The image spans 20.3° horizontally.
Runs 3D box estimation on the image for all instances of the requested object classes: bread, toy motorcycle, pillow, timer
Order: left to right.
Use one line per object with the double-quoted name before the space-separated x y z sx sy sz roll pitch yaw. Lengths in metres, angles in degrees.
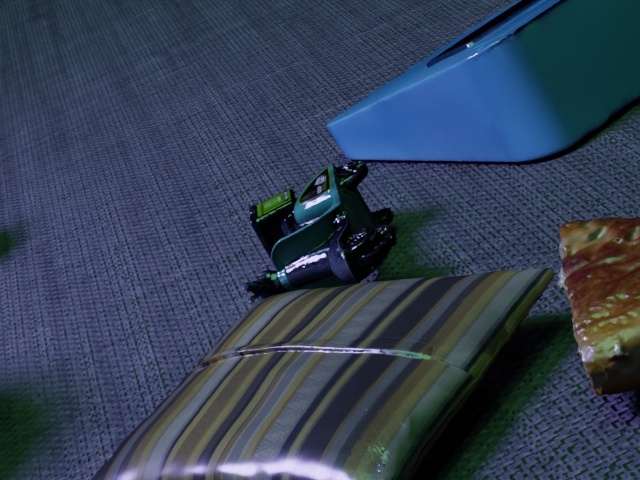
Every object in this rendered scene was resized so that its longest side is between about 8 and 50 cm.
"pillow" -0.003 0.081 0.973 0.212 0.052 0.208 -8 28 38
"toy motorcycle" 0.000 0.000 1.177 0.100 0.058 0.173 -28 18 6
"timer" 0.150 -0.131 1.362 0.232 0.091 0.250 -36 12 -29
"bread" 0.191 0.020 0.917 0.136 0.054 0.154 -21 25 8
